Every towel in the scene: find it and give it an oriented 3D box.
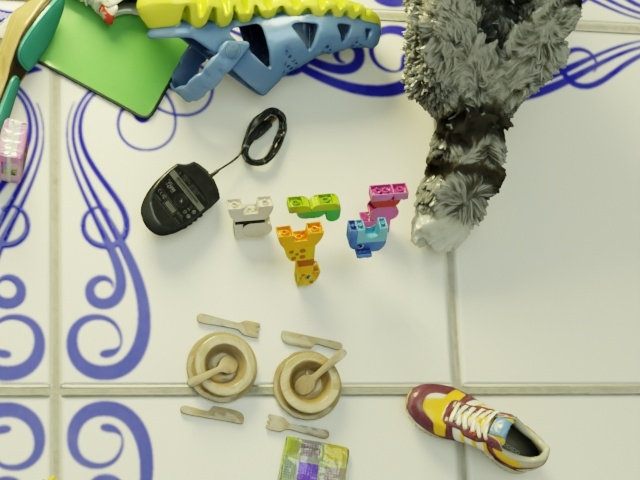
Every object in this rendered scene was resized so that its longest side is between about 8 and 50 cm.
[{"bbox_3d":[-0.007,0.272,2.002,0.083,0.009,0.060,14,73,-10],"label":"towel"}]

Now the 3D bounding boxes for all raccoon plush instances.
[{"bbox_3d":[0.143,-0.244,2.133,0.216,0.299,0.446,22,103,-23],"label":"raccoon plush"}]

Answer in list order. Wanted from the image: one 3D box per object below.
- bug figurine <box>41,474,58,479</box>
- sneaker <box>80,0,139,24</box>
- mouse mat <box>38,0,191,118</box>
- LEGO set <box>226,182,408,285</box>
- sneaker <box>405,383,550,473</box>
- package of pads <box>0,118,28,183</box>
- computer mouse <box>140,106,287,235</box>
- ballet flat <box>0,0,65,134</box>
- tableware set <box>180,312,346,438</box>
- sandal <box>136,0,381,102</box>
[{"bbox_3d":[-0.298,0.400,1.860,0.216,0.072,0.279,40,70,-1],"label":"bug figurine"},{"bbox_3d":[-0.278,-0.312,2.061,0.161,0.057,0.075,7,68,-15],"label":"sneaker"},{"bbox_3d":[-0.265,-0.255,2.084,0.189,0.007,0.152,28,70,-4],"label":"mouse mat"},{"bbox_3d":[0.000,0.000,2.047,0.227,0.093,0.087,-5,45,-11],"label":"LEGO set"},{"bbox_3d":[0.195,0.223,2.026,0.185,0.084,0.069,25,71,-7],"label":"sneaker"},{"bbox_3d":[-0.367,-0.106,1.976,0.032,0.083,0.050,11,69,-6],"label":"package of pads"},{"bbox_3d":[-0.131,-0.086,2.059,0.242,0.041,0.071,-39,96,-27],"label":"computer mouse"},{"bbox_3d":[-0.387,-0.214,2.003,0.073,0.080,0.232,20,72,8],"label":"ballet flat"},{"bbox_3d":[-0.065,0.161,2.002,0.194,0.039,0.128,12,72,-11],"label":"tableware set"},{"bbox_3d":[-0.076,-0.247,2.082,0.317,0.126,0.138,-4,102,-17],"label":"sandal"}]
